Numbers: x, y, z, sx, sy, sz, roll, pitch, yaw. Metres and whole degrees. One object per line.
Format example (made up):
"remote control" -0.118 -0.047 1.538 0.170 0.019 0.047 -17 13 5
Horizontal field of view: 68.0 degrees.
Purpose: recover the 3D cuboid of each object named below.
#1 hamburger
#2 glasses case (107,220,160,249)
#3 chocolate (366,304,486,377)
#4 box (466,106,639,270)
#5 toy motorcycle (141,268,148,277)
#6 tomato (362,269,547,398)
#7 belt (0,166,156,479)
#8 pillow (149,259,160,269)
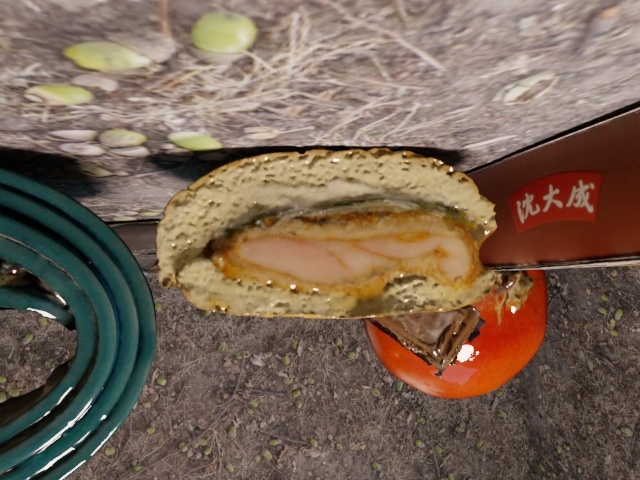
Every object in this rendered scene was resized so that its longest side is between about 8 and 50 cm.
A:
"hamburger" 0.000 0.002 0.523 0.329 0.162 0.209 -4 177 -14
"glasses case" -0.358 -0.008 0.825 0.190 0.042 0.072 -3 167 6
"chocolate" 0.057 0.045 0.642 0.329 0.102 0.065 33 161 27
"box" 0.394 -0.037 0.504 0.384 0.122 0.344 -1 174 -20
"toy motorcycle" -0.508 0.043 0.966 0.315 0.113 0.169 3 167 25
"tomato" 0.210 0.100 0.795 0.321 0.322 0.321 -3 174 0
"belt" -0.364 0.080 0.394 0.435 0.301 0.173 3 172 -17
"pillow" -0.363 0.048 1.354 0.248 0.049 0.135 -12 171 35
